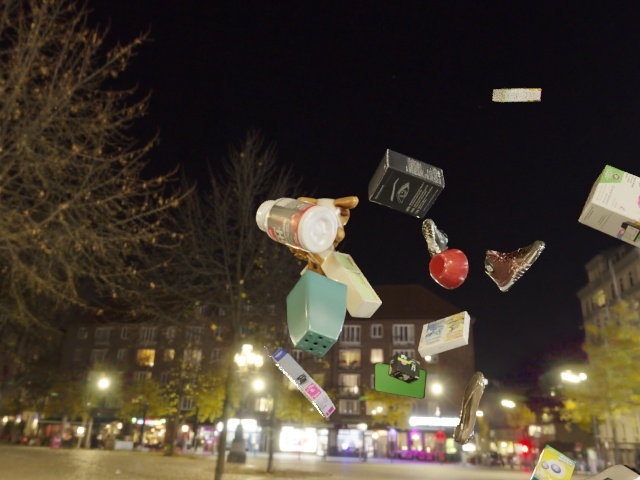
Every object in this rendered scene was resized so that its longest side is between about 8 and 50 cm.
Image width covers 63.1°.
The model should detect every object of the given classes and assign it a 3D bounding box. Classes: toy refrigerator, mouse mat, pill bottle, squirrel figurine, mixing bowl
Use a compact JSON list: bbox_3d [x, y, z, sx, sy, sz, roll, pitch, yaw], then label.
[{"bbox_3d":[0.118,0.165,2.011,0.102,0.269,0.094,12,-57,-41],"label":"toy refrigerator"},{"bbox_3d":[0.290,0.512,1.906,0.189,0.007,0.153,6,-57,15],"label":"mouse mat"},{"bbox_3d":[-0.102,-0.067,1.983,0.176,0.176,0.318,23,-4,-43],"label":"pill bottle"},{"bbox_3d":[0.000,0.000,2.477,0.280,0.371,0.397,-1,-5,-17],"label":"squirrel figurine"},{"bbox_3d":[0.547,0.118,2.297,0.098,0.182,0.181,13,-23,-33],"label":"mixing bowl"}]

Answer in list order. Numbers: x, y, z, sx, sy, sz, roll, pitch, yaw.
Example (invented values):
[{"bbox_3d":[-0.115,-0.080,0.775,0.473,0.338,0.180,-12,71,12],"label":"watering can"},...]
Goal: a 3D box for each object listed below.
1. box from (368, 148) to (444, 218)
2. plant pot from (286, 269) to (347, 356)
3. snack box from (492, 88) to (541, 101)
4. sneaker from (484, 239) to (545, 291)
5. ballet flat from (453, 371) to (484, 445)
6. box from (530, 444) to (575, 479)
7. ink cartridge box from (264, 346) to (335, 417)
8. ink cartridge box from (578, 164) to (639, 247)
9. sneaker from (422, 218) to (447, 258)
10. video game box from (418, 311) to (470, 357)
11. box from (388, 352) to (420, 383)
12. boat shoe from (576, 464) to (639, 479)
[{"bbox_3d":[0.283,-0.188,1.743,0.207,0.108,0.153,20,-49,-11],"label":"box"},{"bbox_3d":[-0.016,0.259,1.762,0.165,0.234,0.166,23,-52,-17],"label":"plant pot"},{"bbox_3d":[0.565,-0.420,1.507,0.100,0.037,0.141,1,16,5],"label":"snack box"},{"bbox_3d":[0.734,0.068,2.037,0.106,0.162,0.281,-33,-23,-42],"label":"sneaker"},{"bbox_3d":[0.515,0.570,1.768,0.058,0.250,0.084,21,-17,2],"label":"ballet flat"},{"bbox_3d":[0.780,0.766,1.740,0.105,0.179,0.043,28,-54,25],"label":"box"},{"bbox_3d":[-0.080,0.523,1.982,0.311,0.065,0.186,37,-19,32],"label":"ink cartridge box"},{"bbox_3d":[1.057,-0.104,1.762,0.278,0.201,0.117,27,-31,17],"label":"ink cartridge box"},{"bbox_3d":[0.565,-0.022,2.544,0.078,0.106,0.234,27,-34,53],"label":"sneaker"},{"bbox_3d":[0.517,0.391,2.176,0.205,0.187,0.048,-25,-72,27],"label":"video game box"},{"bbox_3d":[0.258,0.394,1.603,0.083,0.062,0.052,26,-41,-17],"label":"box"},{"bbox_3d":[0.849,0.825,1.600,0.340,0.158,0.127,-12,5,-11],"label":"boat shoe"}]
